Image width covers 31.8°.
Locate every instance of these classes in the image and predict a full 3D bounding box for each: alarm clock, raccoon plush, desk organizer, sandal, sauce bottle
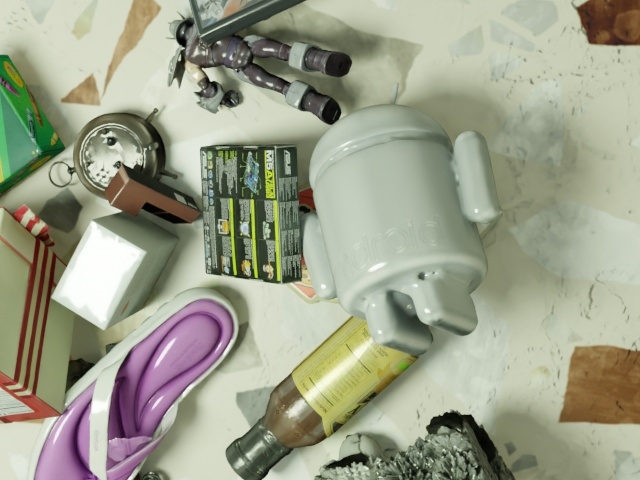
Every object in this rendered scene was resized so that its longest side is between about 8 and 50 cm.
[{"bbox_3d":[-0.315,-0.117,1.649,0.192,0.064,0.129,-16,94,14],"label":"alarm clock"},{"bbox_3d":[0.123,0.424,1.484,0.299,0.446,0.216,-30,124,12],"label":"raccoon plush"},{"bbox_3d":[-0.241,-0.056,1.613,0.130,0.047,0.050,27,108,-36],"label":"desk organizer"},{"bbox_3d":[-0.270,0.243,1.602,0.169,0.102,0.416,36,89,-29],"label":"sandal"},{"bbox_3d":[0.006,0.215,1.611,0.344,0.111,0.111,-43,89,13],"label":"sauce bottle"}]

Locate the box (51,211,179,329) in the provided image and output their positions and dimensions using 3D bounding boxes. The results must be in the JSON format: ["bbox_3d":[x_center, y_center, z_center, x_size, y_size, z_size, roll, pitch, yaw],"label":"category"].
[{"bbox_3d":[-0.289,0.038,1.604,0.091,0.170,0.130,30,99,5],"label":"box"}]

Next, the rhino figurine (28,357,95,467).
[{"bbox_3d":[-0.383,0.290,1.689,0.073,0.106,0.243,13,102,-34],"label":"rhino figurine"}]

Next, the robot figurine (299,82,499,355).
[{"bbox_3d":[0.099,-0.032,1.479,0.299,0.199,0.354,-26,62,23],"label":"robot figurine"}]

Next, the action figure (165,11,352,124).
[{"bbox_3d":[-0.101,-0.256,1.582,0.285,0.099,0.185,24,107,19],"label":"action figure"}]

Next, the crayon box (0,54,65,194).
[{"bbox_3d":[-0.534,-0.130,1.653,0.278,0.081,0.165,-32,90,19],"label":"crayon box"}]

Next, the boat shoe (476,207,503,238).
[{"bbox_3d":[0.172,0.003,1.584,0.184,0.066,0.063,-46,74,13],"label":"boat shoe"}]

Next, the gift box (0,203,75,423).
[{"bbox_3d":[-0.489,0.091,1.555,0.255,0.276,0.258,-7,58,11],"label":"gift box"}]

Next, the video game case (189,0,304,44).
[{"bbox_3d":[-0.071,-0.432,1.533,0.274,0.035,0.248,-21,72,16],"label":"video game case"}]

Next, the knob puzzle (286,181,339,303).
[{"bbox_3d":[0.000,0.000,1.626,0.213,0.030,0.213,1,97,9],"label":"knob puzzle"}]

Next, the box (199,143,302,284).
[{"bbox_3d":[-0.100,-0.040,1.577,0.184,0.045,0.191,3,98,47],"label":"box"}]

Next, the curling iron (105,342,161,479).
[{"bbox_3d":[-0.282,0.287,1.701,0.068,0.035,0.274,-14,95,6],"label":"curling iron"}]
